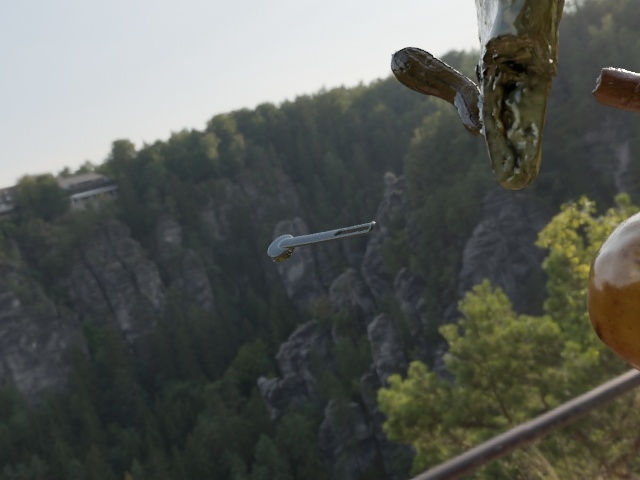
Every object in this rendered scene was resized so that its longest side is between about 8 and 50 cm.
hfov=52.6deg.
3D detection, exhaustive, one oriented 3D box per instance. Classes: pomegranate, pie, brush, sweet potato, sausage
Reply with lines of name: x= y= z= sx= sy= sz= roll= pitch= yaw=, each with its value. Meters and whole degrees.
pomegranate: x=0.763 y=0.103 z=1.314 sx=0.411 sy=0.409 sz=0.410 roll=-16 pitch=6 yaw=2
pie: x=0.187 y=-0.222 z=0.632 sx=0.075 sy=0.337 sz=0.337 roll=-1 pitch=8 yaw=11
brush: x=0.000 y=0.000 z=1.243 sx=0.266 sy=0.027 sz=0.062 roll=-11 pitch=40 yaw=40
sweet potato: x=0.220 y=-0.270 z=1.150 sx=0.081 sy=0.233 sz=0.062 roll=-43 pitch=-20 yaw=-12
sausage: x=0.692 y=-0.293 z=1.257 sx=0.303 sy=0.102 sz=0.076 roll=6 pitch=45 yaw=29
